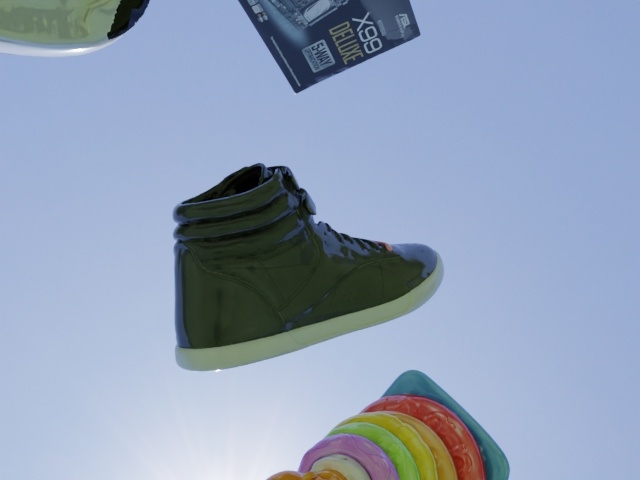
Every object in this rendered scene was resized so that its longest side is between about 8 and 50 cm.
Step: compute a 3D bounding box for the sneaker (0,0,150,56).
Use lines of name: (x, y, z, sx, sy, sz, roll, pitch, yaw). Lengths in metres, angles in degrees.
sneaker: (-0.258, -0.184, 0.376, 0.322, 0.236, 0.130, 20, -92, -28)

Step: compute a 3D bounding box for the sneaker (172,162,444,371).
sneaker: (0.000, 0.000, 0.651, 0.295, 0.104, 0.147, -15, -79, -40)

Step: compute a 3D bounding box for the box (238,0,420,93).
box: (0.006, -0.393, 1.202, 0.242, 0.307, 0.077, -22, -120, 9)

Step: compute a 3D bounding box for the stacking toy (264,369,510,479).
stacking toy: (0.037, 0.223, 0.687, 0.166, 0.302, 0.175, 45, -77, 29)
